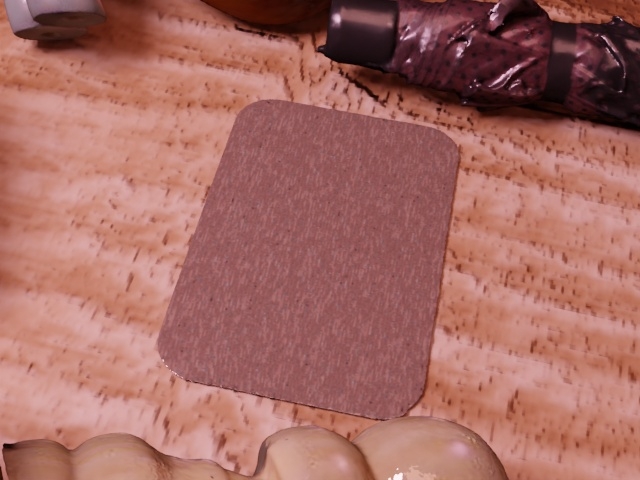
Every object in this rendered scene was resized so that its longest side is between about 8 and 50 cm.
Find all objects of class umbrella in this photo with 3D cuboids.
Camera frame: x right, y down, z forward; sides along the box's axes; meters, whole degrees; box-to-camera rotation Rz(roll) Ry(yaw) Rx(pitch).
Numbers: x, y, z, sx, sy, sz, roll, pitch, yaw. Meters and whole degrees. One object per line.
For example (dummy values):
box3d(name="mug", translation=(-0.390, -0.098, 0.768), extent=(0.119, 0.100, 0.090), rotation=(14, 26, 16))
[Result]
box3d(name="umbrella", translation=(0.160, -0.141, 0.817), extent=(0.326, 0.094, 0.090), rotation=(9, 95, 1))

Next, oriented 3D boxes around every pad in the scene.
box3d(name="pad", translation=(0.000, 0.000, 0.742), extent=(0.176, 0.002, 0.266), rotation=(11, 51, 5))

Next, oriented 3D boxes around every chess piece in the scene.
box3d(name="chess piece", translation=(-0.025, 0.150, 0.542), extent=(0.260, 0.143, 0.143), rotation=(-8, 52, -16))

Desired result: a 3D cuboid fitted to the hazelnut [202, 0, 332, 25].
box3d(name="hazelnut", translation=(-0.049, -0.286, 0.874), extent=(0.210, 0.210, 0.186), rotation=(-32, 37, -27))

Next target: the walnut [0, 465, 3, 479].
box3d(name="walnut", translation=(-0.294, 0.148, 0.432), extent=(0.285, 0.285, 0.296), rotation=(17, 78, 10))

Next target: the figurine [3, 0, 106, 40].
box3d(name="figurine", translation=(-0.229, -0.353, 0.797), extent=(0.205, 0.224, 0.382), rotation=(-6, 74, -31))
